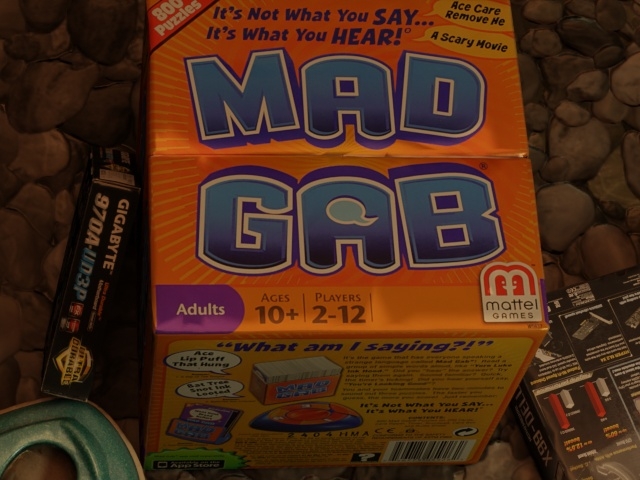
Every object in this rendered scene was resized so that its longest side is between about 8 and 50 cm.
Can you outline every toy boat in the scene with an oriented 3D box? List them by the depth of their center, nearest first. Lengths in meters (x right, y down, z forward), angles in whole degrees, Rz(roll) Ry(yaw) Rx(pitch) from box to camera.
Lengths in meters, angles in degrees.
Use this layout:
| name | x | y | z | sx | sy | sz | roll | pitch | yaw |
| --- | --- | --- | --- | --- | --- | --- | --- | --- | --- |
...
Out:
| name | x | y | z | sx | sy | sz | roll | pitch | yaw |
| --- | --- | --- | --- | --- | --- | --- | --- | --- | --- |
| toy boat | -0.339 | 0.204 | 1.922 | 0.267 | 0.148 | 0.318 | -31 | 72 | -20 |

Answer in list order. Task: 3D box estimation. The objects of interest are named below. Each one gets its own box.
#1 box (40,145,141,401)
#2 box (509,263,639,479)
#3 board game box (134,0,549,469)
| name | x | y | z | sx | sy | sz | roll | pitch | yaw |
| --- | --- | --- | --- | --- | --- | --- | --- | --- | --- |
| box | -0.228 | 0.029 | 1.944 | 0.051 | 0.175 | 0.220 | 13 | 101 | -10 |
| box | 0.357 | 0.147 | 2.080 | 0.307 | 0.076 | 0.242 | -17 | 68 | -15 |
| board game box | 0.000 | 0.000 | 1.948 | 0.356 | 0.356 | 0.356 | 0 | 64 | -7 |
